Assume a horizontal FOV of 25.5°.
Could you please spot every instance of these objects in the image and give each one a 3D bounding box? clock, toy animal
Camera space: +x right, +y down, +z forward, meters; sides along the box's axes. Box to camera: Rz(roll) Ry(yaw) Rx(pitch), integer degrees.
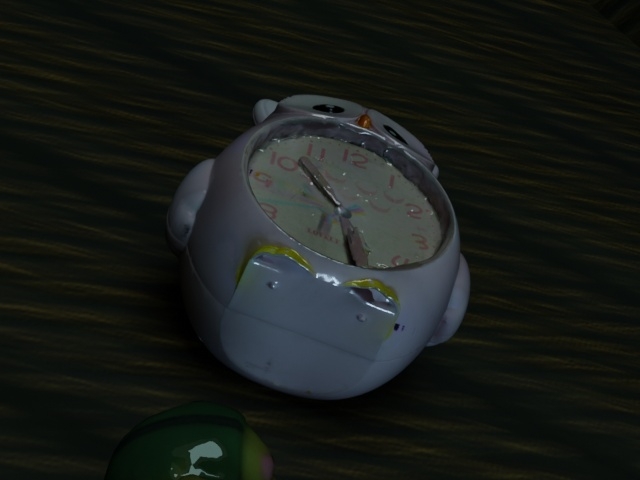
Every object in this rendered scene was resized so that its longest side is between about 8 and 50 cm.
[{"bbox_3d":[0.000,0.000,1.701,0.368,0.250,0.377,20,40,-6],"label":"clock"},{"bbox_3d":[-0.129,0.285,1.272,0.191,0.216,0.338,-3,32,0],"label":"toy animal"}]
